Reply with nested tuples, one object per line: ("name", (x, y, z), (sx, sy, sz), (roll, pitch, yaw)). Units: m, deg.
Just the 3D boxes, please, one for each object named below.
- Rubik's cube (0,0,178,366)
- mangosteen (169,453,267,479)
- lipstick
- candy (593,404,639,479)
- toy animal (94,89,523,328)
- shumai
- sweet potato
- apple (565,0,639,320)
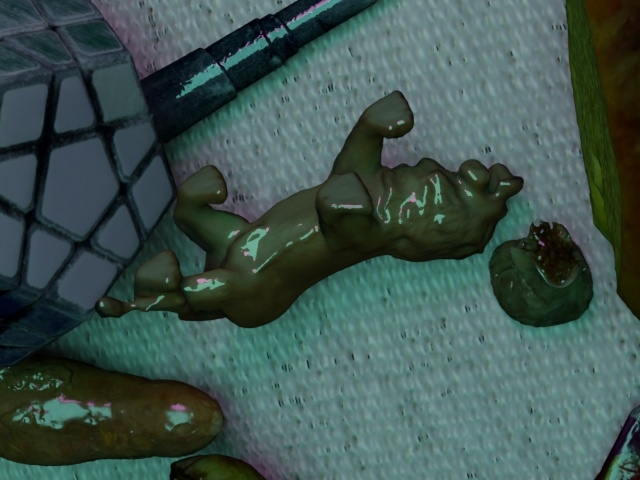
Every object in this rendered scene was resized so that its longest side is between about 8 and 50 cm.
("Rubik's cube", (-0.265, -0.059, 0.950), (0.319, 0.319, 0.264), (-9, 65, 11))
("mangosteen", (-0.081, 0.315, 0.943), (0.288, 0.288, 0.288), (0, 92, 11))
("lipstick", (-0.035, -0.155, 1.013), (0.234, 0.053, 0.053), (-28, 87, 9))
("candy", (0.231, 0.175, 0.978), (0.045, 0.043, 0.175), (27, 97, -1))
("toy animal", (0.000, 0.000, 0.958), (0.312, 0.157, 0.097), (-24, 49, 5))
("shumai", (0.166, 0.030, 0.965), (0.083, 0.080, 0.082), (42, 101, 4))
("sweet potato", (-0.247, 0.133, 1.044), (0.354, 0.095, 0.106), (-6, 47, 9))
("apple", (0.312, -0.088, 0.805), (0.374, 0.374, 0.384), (21, 91, 9))
